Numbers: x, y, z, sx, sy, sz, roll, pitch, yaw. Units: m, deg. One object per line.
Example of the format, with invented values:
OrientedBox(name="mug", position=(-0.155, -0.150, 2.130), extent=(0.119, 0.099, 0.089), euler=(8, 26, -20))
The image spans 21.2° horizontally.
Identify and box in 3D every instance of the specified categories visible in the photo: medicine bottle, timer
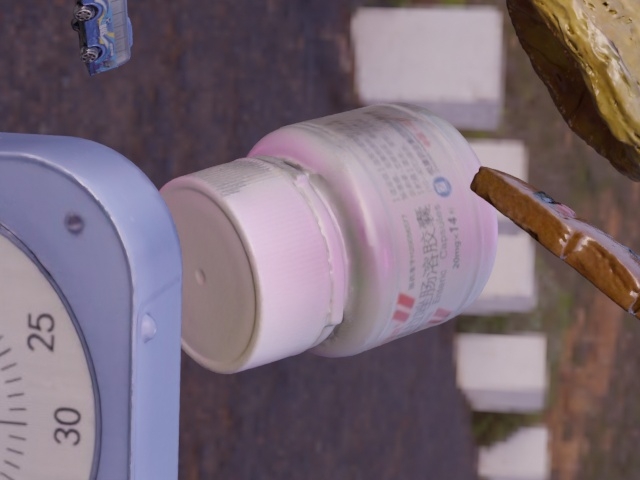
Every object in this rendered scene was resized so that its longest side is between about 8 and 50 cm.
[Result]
OrientedBox(name="medicine bottle", position=(0.000, 0.000, 1.728), extent=(0.302, 0.241, 0.241), euler=(-17, 117, -36))
OrientedBox(name="timer", position=(-0.288, 0.109, 1.182), extent=(0.173, 0.395, 0.395), euler=(-43, 135, -75))

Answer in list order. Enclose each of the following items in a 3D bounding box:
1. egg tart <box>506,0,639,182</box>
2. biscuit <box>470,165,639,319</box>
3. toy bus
OrientedBox(name="egg tart", position=(0.339, -0.227, 2.062), extent=(0.341, 0.132, 0.341), euler=(59, 0, 1))
OrientedBox(name="biscuit", position=(0.259, 0.026, 1.483), extent=(0.043, 0.301, 0.278), euler=(-53, -169, 7))
OrientedBox(name="toy bus", position=(-0.227, -0.234, 1.767), extent=(0.153, 0.061, 0.051), euler=(94, -21, -59))
